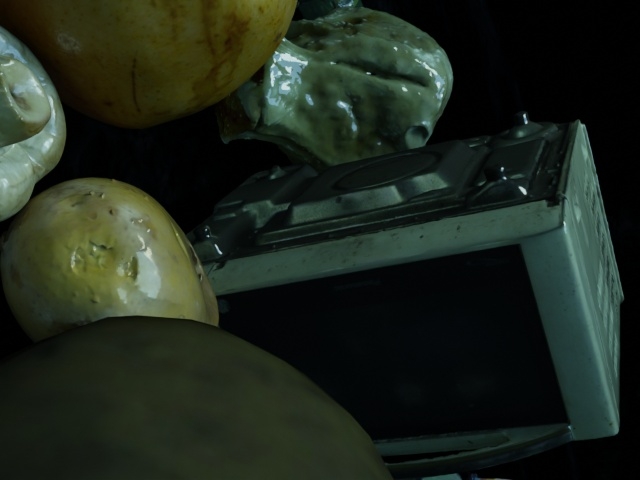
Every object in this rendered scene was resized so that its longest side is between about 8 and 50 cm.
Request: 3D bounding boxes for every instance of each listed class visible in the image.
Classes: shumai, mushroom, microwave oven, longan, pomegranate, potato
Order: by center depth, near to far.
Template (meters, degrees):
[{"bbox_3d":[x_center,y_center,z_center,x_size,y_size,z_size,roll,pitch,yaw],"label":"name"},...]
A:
[{"bbox_3d":[-0.096,0.232,0.484,0.404,0.336,0.404,59,10,-18],"label":"longan"},{"bbox_3d":[-0.235,-0.080,0.591,0.148,0.112,0.148,53,26,-41],"label":"mushroom"},{"bbox_3d":[-0.156,0.031,0.687,0.234,0.146,0.150,78,15,-76],"label":"potato"},{"bbox_3d":[-0.136,-0.223,0.690,0.264,0.264,0.264,-11,90,-67],"label":"pomegranate"},{"bbox_3d":[0.077,0.042,0.900,0.333,0.394,0.247,-52,128,-61],"label":"microwave oven"},{"bbox_3d":[0.012,-0.156,1.049,0.222,0.261,0.225,-38,130,-63],"label":"shumai"}]

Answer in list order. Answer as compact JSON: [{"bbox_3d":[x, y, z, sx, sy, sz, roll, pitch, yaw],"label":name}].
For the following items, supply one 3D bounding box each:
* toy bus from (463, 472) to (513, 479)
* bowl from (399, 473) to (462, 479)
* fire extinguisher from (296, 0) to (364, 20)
[{"bbox_3d":[0.286,0.537,1.471,0.386,0.162,0.171,-36,114,-65],"label":"toy bus"},{"bbox_3d":[0.057,0.421,0.951,0.354,0.185,0.353,-11,90,-67],"label":"bowl"},{"bbox_3d":[0.058,-0.272,1.382,0.093,0.118,0.294,-47,130,-20],"label":"fire extinguisher"}]
